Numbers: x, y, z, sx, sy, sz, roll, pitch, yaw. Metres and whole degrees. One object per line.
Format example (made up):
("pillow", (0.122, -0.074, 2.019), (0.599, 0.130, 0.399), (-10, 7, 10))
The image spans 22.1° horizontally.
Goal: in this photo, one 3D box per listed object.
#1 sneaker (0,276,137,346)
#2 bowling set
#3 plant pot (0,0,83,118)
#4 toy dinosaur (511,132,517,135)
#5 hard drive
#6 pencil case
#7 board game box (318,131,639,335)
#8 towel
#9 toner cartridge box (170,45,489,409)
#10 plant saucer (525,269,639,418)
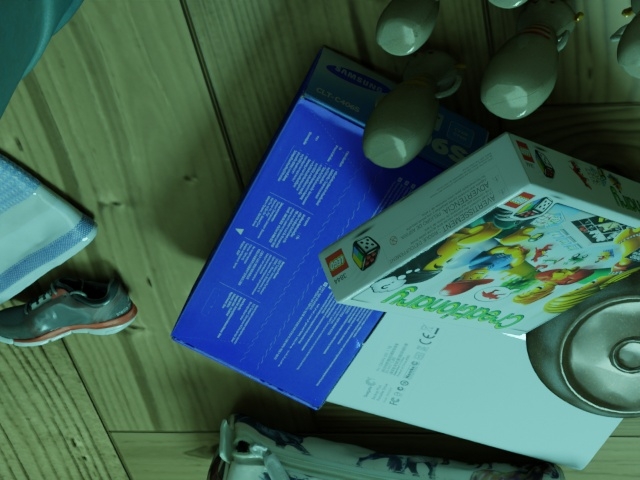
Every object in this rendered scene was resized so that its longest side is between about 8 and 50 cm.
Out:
("sneaker", (-0.268, 0.062, 1.669), (0.158, 0.061, 0.065), (-9, 124, 9))
("bowling set", (0.129, -0.196, 1.234), (0.287, 0.154, 0.200), (-15, 116, 29))
("plant pot", (-0.369, -0.145, 1.218), (0.341, 0.334, 0.341), (6, 139, 5))
("toy dinosaur", (0.154, -0.064, 1.453), (0.090, 0.047, 0.082), (41, 152, 14))
("hard drive", (0.156, 0.130, 1.665), (0.318, 0.040, 0.210), (16, 140, -7))
("pencil case", (0.076, 0.295, 1.787), (0.410, 0.160, 0.183), (9, 155, 2))
("board game box", (0.163, 0.004, 1.375), (0.193, 0.053, 0.305), (-33, 155, 28))
("towel", (-0.380, -0.039, 1.581), (0.285, 0.034, 0.209), (37, 133, -28))
("toner cartridge box", (0.000, 0.000, 1.479), (0.165, 0.075, 0.348), (26, 134, -6))
("plant saucer", (0.296, 0.100, 1.561), (0.198, 0.036, 0.199), (2, 123, 3))
